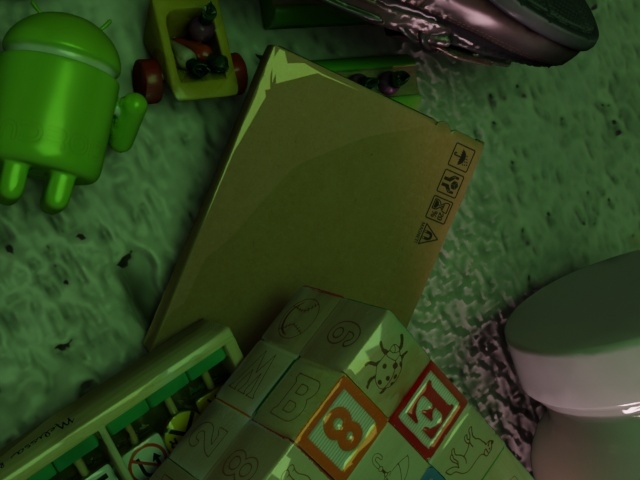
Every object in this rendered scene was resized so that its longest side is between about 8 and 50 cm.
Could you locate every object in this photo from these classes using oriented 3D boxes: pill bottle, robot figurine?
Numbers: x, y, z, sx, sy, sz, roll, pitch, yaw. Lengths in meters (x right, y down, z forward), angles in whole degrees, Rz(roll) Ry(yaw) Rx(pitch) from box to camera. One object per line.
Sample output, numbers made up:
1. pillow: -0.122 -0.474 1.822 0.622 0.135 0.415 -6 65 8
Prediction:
1. pill bottle: 0.276 0.198 0.640 0.210 0.210 0.363 -27 101 -27
2. robot figurine: -0.149 -0.074 0.501 0.101 0.067 0.115 12 82 -19

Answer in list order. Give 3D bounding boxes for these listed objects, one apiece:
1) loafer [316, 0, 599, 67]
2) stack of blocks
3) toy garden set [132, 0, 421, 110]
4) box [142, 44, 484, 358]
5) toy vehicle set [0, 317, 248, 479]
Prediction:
1. loafer: 0.044 -0.175 0.561 0.302 0.095 0.109 18 47 -33
2. stack of blocks: -0.027 0.195 0.496 0.297 0.087 0.171 -50 120 -18
3. toy garden set: -0.030 -0.197 0.581 0.203 0.049 0.244 -10 93 -29
4. box: 0.000 0.000 0.574 0.164 0.021 0.201 21 95 -25
5. toy vehicle set: -0.132 0.184 0.501 0.266 0.035 0.166 -34 113 -26
